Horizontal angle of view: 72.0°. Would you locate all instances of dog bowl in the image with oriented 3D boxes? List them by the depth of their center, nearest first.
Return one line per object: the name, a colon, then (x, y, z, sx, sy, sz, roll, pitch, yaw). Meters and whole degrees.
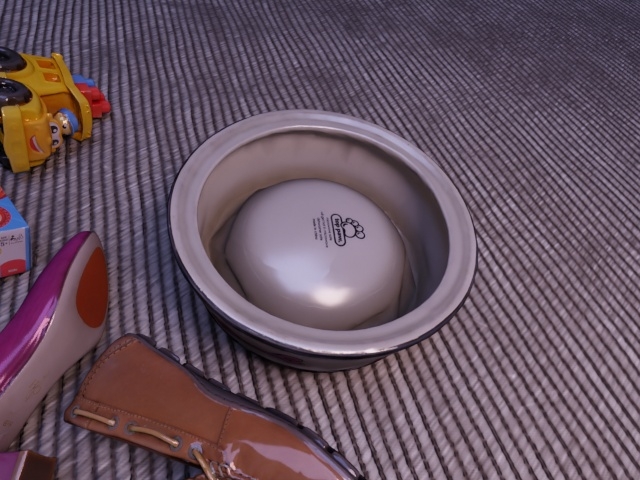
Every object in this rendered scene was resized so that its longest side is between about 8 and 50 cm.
dog bowl: (0.000, 0.000, 0.633, 0.407, 0.150, 0.408, 6, 53, -8)

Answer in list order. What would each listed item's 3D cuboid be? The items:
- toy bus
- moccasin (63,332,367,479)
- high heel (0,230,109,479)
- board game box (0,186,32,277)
toy bus: (-0.490, -0.241, 0.803, 0.211, 0.150, 0.220, -13, 54, -37)
moccasin: (-0.100, 0.235, 0.454, 0.379, 0.139, 0.147, 26, 59, 11)
high heel: (-0.377, 0.138, 0.512, 0.181, 0.127, 0.378, -3, 47, -1)
board game box: (-0.613, -0.042, 0.581, 0.302, 0.086, 0.308, 41, 36, 23)
